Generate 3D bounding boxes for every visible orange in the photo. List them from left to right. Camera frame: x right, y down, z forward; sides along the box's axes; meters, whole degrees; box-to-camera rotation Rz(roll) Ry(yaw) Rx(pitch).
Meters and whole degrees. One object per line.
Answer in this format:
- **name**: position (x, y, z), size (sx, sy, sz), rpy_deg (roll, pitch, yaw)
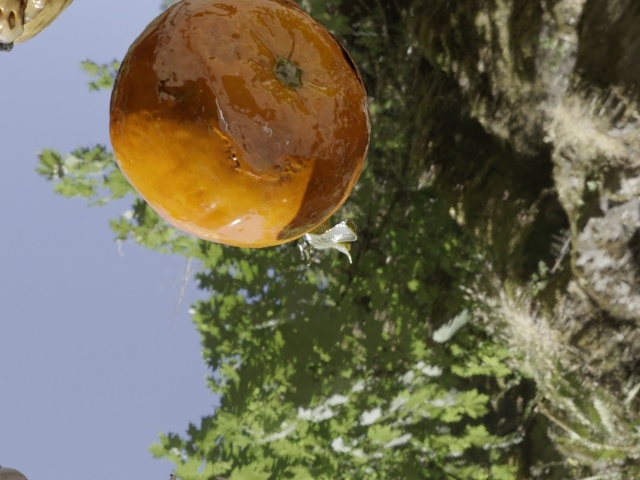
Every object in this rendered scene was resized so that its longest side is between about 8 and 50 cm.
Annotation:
- **orange**: position (-0.084, -0.128, 0.831), size (0.283, 0.226, 0.284), rpy_deg (12, -116, -24)

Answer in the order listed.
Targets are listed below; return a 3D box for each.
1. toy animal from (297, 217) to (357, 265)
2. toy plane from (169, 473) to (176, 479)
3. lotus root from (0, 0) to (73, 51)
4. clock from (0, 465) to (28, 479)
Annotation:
- **toy animal**: position (0.000, 0.000, 1.369), size (0.095, 0.155, 0.219), rpy_deg (-33, -145, -13)
- **toy plane**: position (-0.279, 0.461, 1.124), size (0.181, 0.273, 0.107), rpy_deg (17, -154, -33)
- **lotus root**: position (-0.220, -0.212, 0.463), size (0.140, 0.154, 0.257), rpy_deg (-21, -121, -33)
- **clock**: position (-0.522, 0.401, 1.121), size (0.188, 0.253, 0.189), rpy_deg (24, -123, -42)
